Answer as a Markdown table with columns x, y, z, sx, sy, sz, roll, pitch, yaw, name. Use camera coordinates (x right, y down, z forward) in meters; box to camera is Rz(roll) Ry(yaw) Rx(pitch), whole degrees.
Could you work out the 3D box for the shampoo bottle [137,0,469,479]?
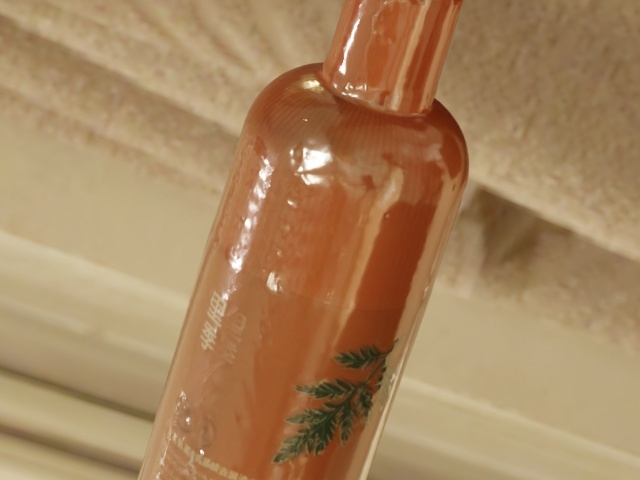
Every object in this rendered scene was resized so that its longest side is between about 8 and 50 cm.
| x | y | z | sx | sy | sz | roll | pitch | yaw | name |
| --- | --- | --- | --- | --- | --- | --- | --- | --- | --- |
| 0.001 | 0.000 | 0.618 | 0.085 | 0.085 | 0.244 | -112 | 33 | -58 | shampoo bottle |
